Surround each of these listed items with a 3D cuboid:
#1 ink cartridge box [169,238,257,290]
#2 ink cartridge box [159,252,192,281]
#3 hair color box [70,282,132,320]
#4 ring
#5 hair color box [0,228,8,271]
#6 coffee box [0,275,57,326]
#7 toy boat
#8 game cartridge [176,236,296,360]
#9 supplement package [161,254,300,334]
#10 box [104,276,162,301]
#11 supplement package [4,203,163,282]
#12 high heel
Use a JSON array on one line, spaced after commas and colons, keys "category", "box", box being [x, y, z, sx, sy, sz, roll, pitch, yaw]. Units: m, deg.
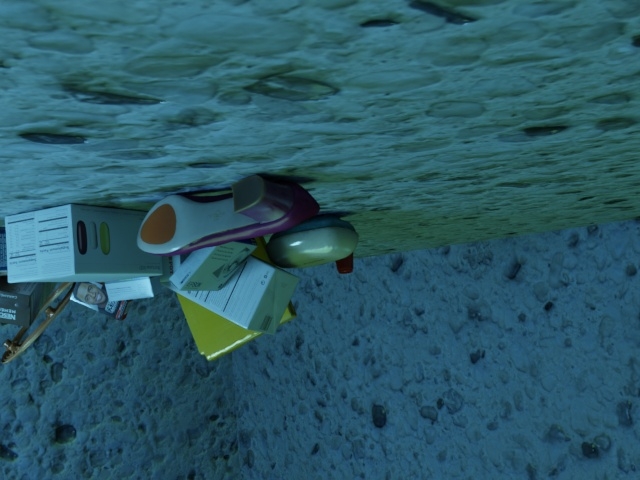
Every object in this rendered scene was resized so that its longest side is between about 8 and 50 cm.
[{"category": "ink cartridge box", "box": [-0.234, 0.028, 1.864, 0.224, 0.045, 0.223, -50, 164, 9]}, {"category": "ink cartridge box", "box": [-0.417, 0.032, 1.925, 0.208, 0.153, 0.087, -6, 177, 21]}, {"category": "hair color box", "box": [-0.548, 0.141, 1.951, 0.141, 0.072, 0.043, 23, -172, 2]}, {"category": "ring", "box": [-0.742, 0.188, 2.078, 0.032, 0.337, 0.336, 43, 154, -19]}, {"category": "hair color box", "box": [-0.716, 0.029, 1.893, 0.347, 0.105, 0.174, -1, 174, -29]}, {"category": "coffee box", "box": [-0.783, 0.111, 2.014, 0.141, 0.098, 0.246, 10, -155, -4]}, {"category": "toy boat", "box": [0.000, 0.000, 2.136, 0.267, 0.148, 0.318, -13, 164, 28]}, {"category": "game cartridge", "box": [-0.262, 0.169, 2.312, 0.323, 0.285, 0.052, -29, 164, 18]}, {"category": "supplement package", "box": [-0.239, 0.109, 2.070, 0.292, 0.175, 0.177, 24, 178, 24]}, {"category": "box", "box": [-0.463, 0.048, 1.856, 0.145, 0.186, 0.038, -7, -172, 28]}, {"category": "supplement package", "box": [-0.507, 0.014, 1.684, 0.204, 0.145, 0.262, -7, 175, 30]}, {"category": "high heel", "box": [-0.189, -0.029, 1.531, 0.377, 0.127, 0.181, -12, 161, 35]}]
